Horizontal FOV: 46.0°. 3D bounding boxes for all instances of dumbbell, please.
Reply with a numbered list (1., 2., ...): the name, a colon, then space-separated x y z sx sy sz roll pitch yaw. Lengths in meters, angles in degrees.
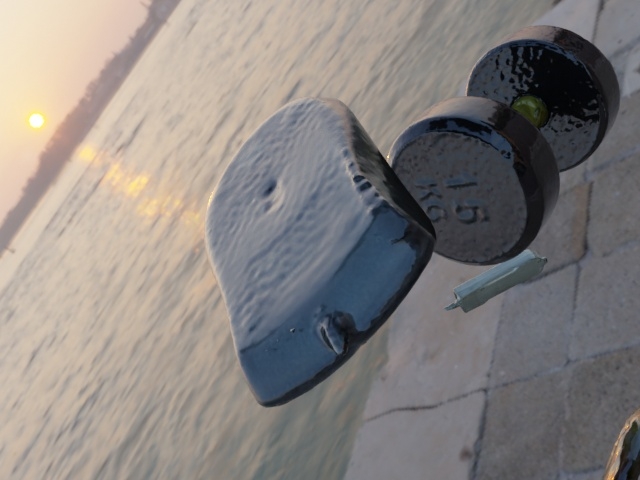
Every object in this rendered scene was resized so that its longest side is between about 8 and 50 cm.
1. dumbbell: 0.242 -0.130 0.976 0.203 0.204 0.322 -33 9 48

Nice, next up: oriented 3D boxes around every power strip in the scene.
1. power strip: 0.293 0.071 1.273 0.191 0.047 0.030 -28 43 5

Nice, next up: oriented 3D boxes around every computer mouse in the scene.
1. computer mouse: 0.000 0.000 0.644 0.188 0.122 0.371 -47 26 14

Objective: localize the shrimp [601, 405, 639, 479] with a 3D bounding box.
1. shrimp: 0.195 0.181 0.449 0.296 0.058 0.169 -58 -7 -22
